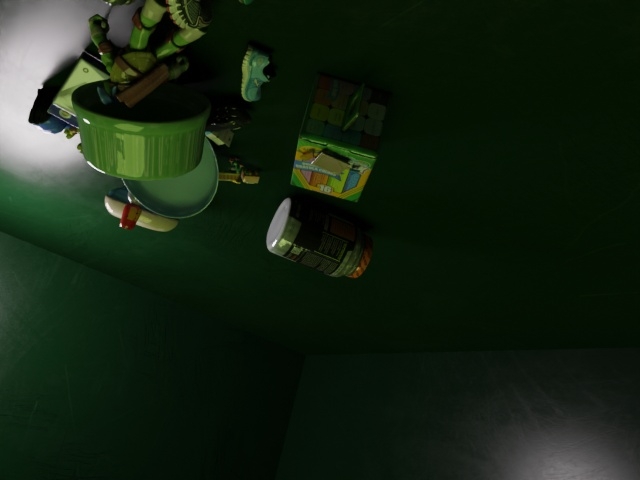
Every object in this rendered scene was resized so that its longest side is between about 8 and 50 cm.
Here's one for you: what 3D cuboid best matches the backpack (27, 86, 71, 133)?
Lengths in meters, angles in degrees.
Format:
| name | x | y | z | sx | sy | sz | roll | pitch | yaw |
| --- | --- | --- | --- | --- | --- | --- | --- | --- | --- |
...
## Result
| name | x | y | z | sx | sy | sz | roll | pitch | yaw |
| --- | --- | --- | --- | --- | --- | --- | --- | --- | --- |
| backpack | -0.737 | -0.351 | 1.596 | 0.098 | 0.120 | 0.101 | 2 | 154 | 26 |

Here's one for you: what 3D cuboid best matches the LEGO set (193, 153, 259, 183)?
| name | x | y | z | sx | sy | sz | roll | pitch | yaw |
| --- | --- | --- | --- | --- | --- | --- | --- | --- | --- |
| LEGO set | -0.324 | -0.233 | 1.699 | 0.287 | 0.107 | 0.132 | 8 | -168 | 5 |

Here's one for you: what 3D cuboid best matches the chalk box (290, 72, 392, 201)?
| name | x | y | z | sx | sy | sz | roll | pitch | yaw |
| --- | --- | --- | --- | --- | --- | --- | --- | --- | --- |
| chalk box | 0.045 | -0.242 | 1.302 | 0.179 | 0.180 | 0.289 | 15 | 156 | -1 |

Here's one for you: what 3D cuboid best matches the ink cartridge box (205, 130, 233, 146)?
| name | x | y | z | sx | sy | sz | roll | pitch | yaw |
| --- | --- | --- | --- | --- | --- | --- | --- | --- | --- |
| ink cartridge box | -0.276 | -0.291 | 1.549 | 0.028 | 0.048 | 0.083 | -5 | 150 | 39 |

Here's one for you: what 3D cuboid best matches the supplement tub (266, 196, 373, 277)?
| name | x | y | z | sx | sy | sz | roll | pitch | yaw |
| --- | --- | --- | --- | --- | --- | --- | --- | --- | --- |
| supplement tub | 0.000 | 0.000 | 1.878 | 0.316 | 0.193 | 0.194 | 23 | 156 | -18 |

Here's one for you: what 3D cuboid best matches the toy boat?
| name | x | y | z | sx | sy | sz | roll | pitch | yaw |
| --- | --- | --- | --- | --- | --- | --- | --- | --- | --- |
| toy boat | -0.624 | -0.122 | 2.010 | 0.268 | 0.148 | 0.318 | 20 | -177 | -9 |

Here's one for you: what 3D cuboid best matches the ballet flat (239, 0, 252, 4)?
| name | x | y | z | sx | sy | sz | roll | pitch | yaw |
| --- | --- | --- | --- | --- | --- | --- | --- | --- | --- |
| ballet flat | -0.124 | -0.491 | 0.989 | 0.070 | 0.070 | 0.188 | 19 | 155 | -12 |

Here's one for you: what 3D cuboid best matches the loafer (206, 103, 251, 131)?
| name | x | y | z | sx | sy | sz | roll | pitch | yaw |
| --- | --- | --- | --- | --- | --- | --- | --- | --- | --- |
| loafer | -0.278 | -0.309 | 1.471 | 0.223 | 0.076 | 0.078 | 5 | 178 | 29 |

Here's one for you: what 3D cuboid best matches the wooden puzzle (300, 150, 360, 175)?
| name | x | y | z | sx | sy | sz | roll | pitch | yaw |
| --- | --- | --- | --- | --- | --- | --- | --- | --- | --- |
| wooden puzzle | 0.021 | -0.168 | 1.241 | 0.116 | 0.014 | 0.079 | 24 | 160 | -22 |

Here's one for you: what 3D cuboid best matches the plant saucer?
| name | x | y | z | sx | sy | sz | roll | pitch | yaw |
| --- | --- | --- | --- | --- | --- | --- | --- | --- | --- |
| plant saucer | -0.425 | -0.216 | 1.622 | 0.318 | 0.043 | 0.317 | 7 | 115 | 15 |

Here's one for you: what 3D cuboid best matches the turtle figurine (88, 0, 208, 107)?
| name | x | y | z | sx | sy | sz | roll | pitch | yaw |
| --- | --- | --- | --- | --- | --- | --- | --- | --- | --- |
| turtle figurine | -0.368 | -0.429 | 1.216 | 0.266 | 0.274 | 0.198 | -31 | 109 | 34 |

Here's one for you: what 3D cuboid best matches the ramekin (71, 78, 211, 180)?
| name | x | y | z | sx | sy | sz | roll | pitch | yaw |
| --- | --- | --- | --- | --- | --- | --- | --- | --- | --- |
| ramekin | -0.411 | -0.260 | 1.340 | 0.304 | 0.303 | 0.148 | 13 | 120 | 4 |

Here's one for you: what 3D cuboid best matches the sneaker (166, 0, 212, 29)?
| name | x | y | z | sx | sy | sz | roll | pitch | yaw |
| --- | --- | --- | --- | --- | --- | --- | --- | --- | --- |
| sneaker | -0.209 | -0.473 | 0.991 | 0.112 | 0.120 | 0.299 | 8 | 160 | -5 |

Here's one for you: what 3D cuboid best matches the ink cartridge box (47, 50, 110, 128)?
| name | x | y | z | sx | sy | sz | roll | pitch | yaw |
| --- | --- | --- | --- | --- | --- | --- | --- | --- | --- |
| ink cartridge box | -0.562 | -0.340 | 1.493 | 0.223 | 0.045 | 0.224 | 28 | 127 | -30 |

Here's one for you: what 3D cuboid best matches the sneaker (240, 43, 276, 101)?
| name | x | y | z | sx | sy | sz | roll | pitch | yaw |
| --- | --- | --- | --- | --- | --- | --- | --- | --- | --- |
| sneaker | -0.137 | -0.361 | 1.283 | 0.073 | 0.063 | 0.162 | 12 | 158 | -2 |

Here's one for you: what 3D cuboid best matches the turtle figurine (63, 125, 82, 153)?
| name | x | y | z | sx | sy | sz | roll | pitch | yaw |
| --- | --- | --- | --- | --- | --- | --- | --- | --- | --- |
| turtle figurine | -0.647 | -0.304 | 1.697 | 0.218 | 0.087 | 0.269 | 11 | 163 | 26 |

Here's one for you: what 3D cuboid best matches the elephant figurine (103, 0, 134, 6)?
| name | x | y | z | sx | sy | sz | roll | pitch | yaw |
| --- | --- | --- | --- | --- | --- | --- | --- | --- | --- |
| elephant figurine | -0.391 | -0.523 | 0.960 | 0.239 | 0.169 | 0.186 | 40 | 120 | -15 |
